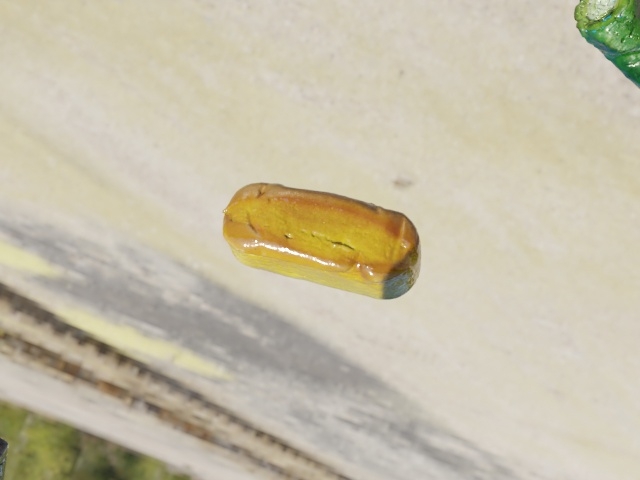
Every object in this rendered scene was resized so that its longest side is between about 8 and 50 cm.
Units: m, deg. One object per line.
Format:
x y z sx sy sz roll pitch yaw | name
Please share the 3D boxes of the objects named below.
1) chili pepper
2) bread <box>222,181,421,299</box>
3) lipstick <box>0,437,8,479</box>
0.261 -0.117 1.033 0.061 0.098 0.224 -28 132 28 | chili pepper
0.000 0.000 1.697 0.246 0.102 0.094 14 152 13 | bread
-0.282 0.246 1.085 0.051 0.051 0.312 24 136 3 | lipstick
